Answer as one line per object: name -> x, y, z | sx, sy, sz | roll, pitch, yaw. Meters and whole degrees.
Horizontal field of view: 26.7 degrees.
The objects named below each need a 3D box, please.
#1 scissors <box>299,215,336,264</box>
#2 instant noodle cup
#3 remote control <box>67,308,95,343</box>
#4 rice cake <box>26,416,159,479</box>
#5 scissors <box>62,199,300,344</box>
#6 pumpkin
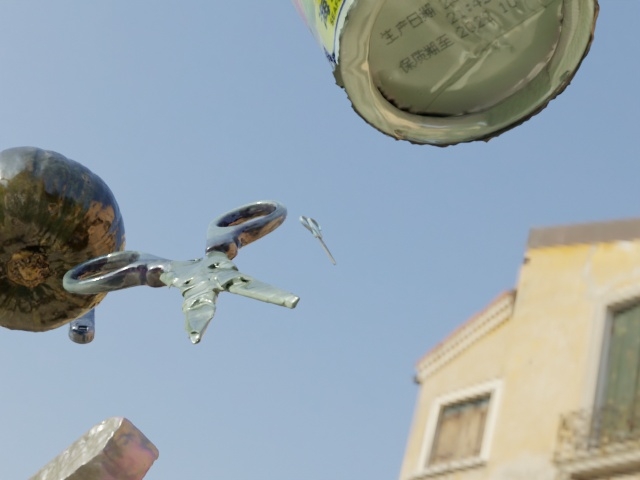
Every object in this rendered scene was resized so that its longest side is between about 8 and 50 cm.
scissors -> 0.000, 0.000, 1.650 | 0.006, 0.083, 0.036 | -47, -38, 20
instant noodle cup -> 0.075, -0.242, 1.062 | 0.284, 0.312, 0.284 | -8, -46, -9
remote control -> -0.349, 0.102, 1.973 | 0.043, 0.152, 0.027 | -1, -62, -12
rice cake -> -0.323, 0.318, 1.381 | 0.399, 0.064, 0.070 | -41, -64, 15
scissors -> -0.112, 0.032, 1.328 | 0.383, 0.256, 0.029 | -151, -137, -70
pumpkin -> -0.333, -0.002, 1.553 | 0.223, 0.157, 0.224 | -4, -63, -7
